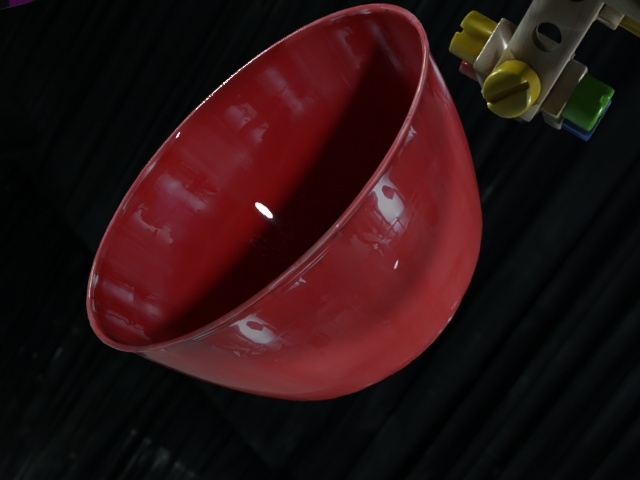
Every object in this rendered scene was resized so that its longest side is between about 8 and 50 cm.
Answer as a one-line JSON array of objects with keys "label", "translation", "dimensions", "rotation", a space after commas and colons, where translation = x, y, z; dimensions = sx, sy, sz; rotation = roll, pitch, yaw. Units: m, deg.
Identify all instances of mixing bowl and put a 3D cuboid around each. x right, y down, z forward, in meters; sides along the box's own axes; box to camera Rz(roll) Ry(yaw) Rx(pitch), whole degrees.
[{"label": "mixing bowl", "translation": [0.000, 0.000, 0.560], "dimensions": [0.098, 0.181, 0.181], "rotation": [45, 12, -27]}]

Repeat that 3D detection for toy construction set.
[{"label": "toy construction set", "translation": [0.192, -0.131, 0.894], "dimensions": [0.308, 0.257, 0.237], "rotation": [53, 27, -7]}]

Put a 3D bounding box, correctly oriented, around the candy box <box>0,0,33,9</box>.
[{"label": "candy box", "translation": [-0.242, -0.157, 0.520], "dimensions": [0.233, 0.071, 0.159], "rotation": [26, 28, 16]}]
